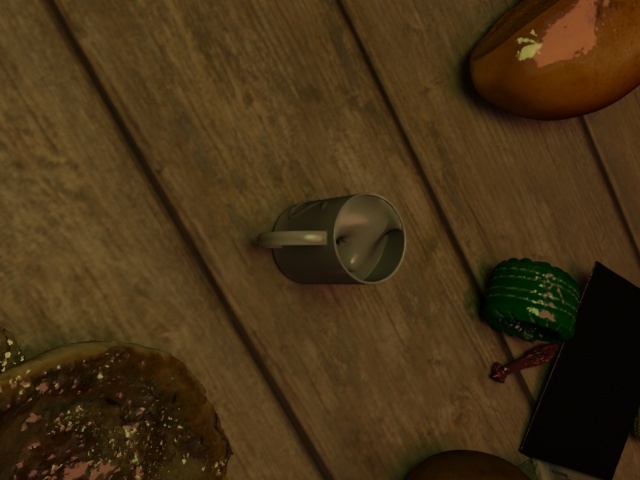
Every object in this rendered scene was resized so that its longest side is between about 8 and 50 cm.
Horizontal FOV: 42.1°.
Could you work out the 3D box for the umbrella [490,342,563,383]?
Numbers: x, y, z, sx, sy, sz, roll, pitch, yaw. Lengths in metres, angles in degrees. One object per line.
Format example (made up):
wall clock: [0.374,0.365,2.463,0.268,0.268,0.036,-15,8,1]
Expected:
umbrella: [0.303,0.168,1.181,0.165,0.025,0.027,-16,123,-32]

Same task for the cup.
cup: [0.006,-0.008,0.921,0.136,0.133,0.099,33,71,-28]

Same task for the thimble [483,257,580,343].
thimble: [0.287,0.084,1.120,0.130,0.118,0.090,42,58,-55]

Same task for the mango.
mango: [0.352,-0.276,1.144,0.350,0.201,0.199,-31,78,-23]

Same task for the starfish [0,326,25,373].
starfish: [-0.322,0.187,0.735,0.295,0.048,0.231,20,75,-35]

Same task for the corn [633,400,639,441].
corn: [0.535,0.241,1.310,0.085,0.063,0.165,14,78,-8]

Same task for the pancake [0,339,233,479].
pancake: [-0.218,0.260,0.767,0.356,0.065,0.356,-9,104,-40]

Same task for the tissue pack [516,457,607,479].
tissue pack: [0.338,0.417,1.139,0.229,0.145,0.159,22,43,-31]

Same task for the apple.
apple: [0.192,0.343,1.010,0.182,0.155,0.182,2,86,-27]

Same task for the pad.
pad: [0.417,0.204,1.234,0.202,0.005,0.299,28,81,-27]
